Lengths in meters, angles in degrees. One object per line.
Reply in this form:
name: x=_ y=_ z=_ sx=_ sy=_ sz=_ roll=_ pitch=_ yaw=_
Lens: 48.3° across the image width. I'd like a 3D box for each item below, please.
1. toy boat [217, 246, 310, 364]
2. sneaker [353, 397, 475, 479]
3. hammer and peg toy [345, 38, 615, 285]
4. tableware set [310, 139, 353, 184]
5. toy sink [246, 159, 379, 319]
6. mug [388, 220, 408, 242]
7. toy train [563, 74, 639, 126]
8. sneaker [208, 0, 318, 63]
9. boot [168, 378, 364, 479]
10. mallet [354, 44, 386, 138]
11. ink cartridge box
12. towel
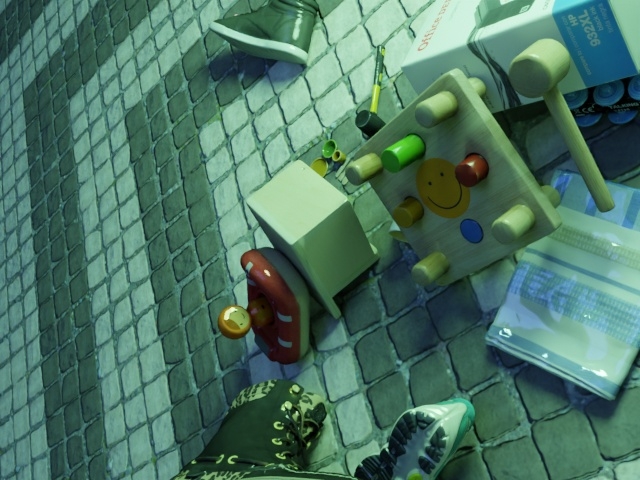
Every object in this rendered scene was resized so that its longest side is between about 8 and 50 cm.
toy boat: x=-0.111 y=0.126 z=1.261 sx=0.151 sy=0.151 sz=0.231 roll=42 pitch=142 yaw=42
sneaker: x=0.141 y=0.331 z=1.058 sx=0.107 sy=0.110 sz=0.275 roll=51 pitch=132 yaw=24
hammer and peg toy: x=0.211 y=-0.090 z=0.981 sx=0.266 sy=0.127 sz=0.361 roll=57 pitch=144 yaw=2
tableware set: x=-0.002 y=-0.115 z=1.376 sx=0.154 sy=0.024 sz=0.104 roll=-54 pitch=48 yaw=17
toy sink: x=0.000 y=0.000 z=1.247 sx=0.131 sy=0.234 sz=0.153 roll=-39 pitch=47 yaw=-10
mug: x=0.145 y=-0.035 z=1.195 sx=0.078 sy=0.062 sz=0.064 roll=5 pitch=73 yaw=37
toy train: x=0.415 y=-0.222 z=0.994 sx=0.184 sy=0.080 sz=0.105 roll=0 pitch=68 yaw=45
sneaker: x=-0.116 y=-0.479 z=1.541 sx=0.295 sy=0.104 sz=0.147 roll=23 pitch=92 yaw=38
boot: x=-0.056 y=0.341 z=1.118 sx=0.377 sy=0.284 sz=0.138 roll=-15 pitch=110 yaw=28
mallet: x=0.108 y=-0.273 z=1.321 sx=0.039 sy=0.062 sz=0.190 roll=-9 pitch=57 yaw=39
ink cartridge box: x=0.298 y=-0.308 z=1.023 sx=0.307 sy=0.129 sz=0.223 roll=-9 pitch=41 yaw=42
towel: x=0.363 y=0.052 z=0.986 sx=0.209 sy=0.034 sz=0.285 roll=26 pitch=95 yaw=43
